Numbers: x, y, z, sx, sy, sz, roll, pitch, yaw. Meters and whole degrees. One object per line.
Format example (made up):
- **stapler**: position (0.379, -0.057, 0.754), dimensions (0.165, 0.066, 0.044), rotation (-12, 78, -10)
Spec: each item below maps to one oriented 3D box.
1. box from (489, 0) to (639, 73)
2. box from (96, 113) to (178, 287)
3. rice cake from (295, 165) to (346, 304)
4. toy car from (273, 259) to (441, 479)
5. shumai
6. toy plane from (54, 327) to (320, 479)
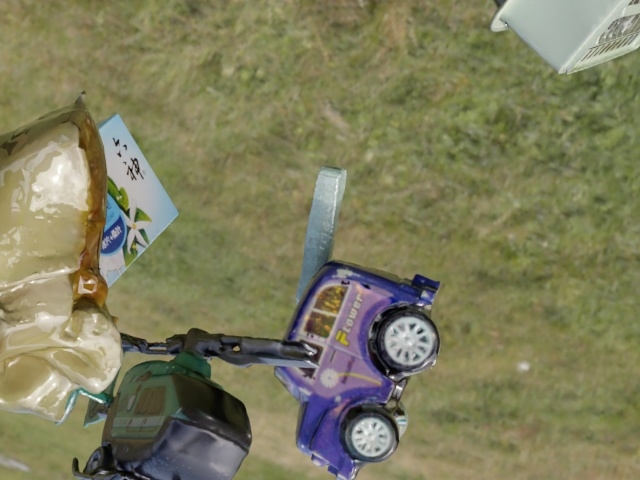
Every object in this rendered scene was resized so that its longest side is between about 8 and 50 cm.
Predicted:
- **box**: position (0.307, -0.317, 1.135), dimensions (0.166, 0.221, 0.290), rotation (53, 133, 15)
- **box**: position (-0.270, -0.025, 1.241), dimensions (0.083, 0.232, 0.142), rotation (-19, 110, 32)
- **rice cake**: position (-0.001, 0.000, 1.256), dimensions (0.033, 0.170, 0.029), rotation (13, -167, 13)
- **toy car**: position (0.035, 0.132, 1.189), dimensions (0.158, 0.235, 0.172), rotation (23, 179, 7)
- **shumai**: position (-0.147, 0.028, 0.403), dimensions (0.153, 0.161, 0.209), rotation (-6, 171, -35)
- **toy plane**: position (-0.139, 0.145, 0.947), dimensions (0.106, 0.155, 0.382), rotation (29, 161, -22)
